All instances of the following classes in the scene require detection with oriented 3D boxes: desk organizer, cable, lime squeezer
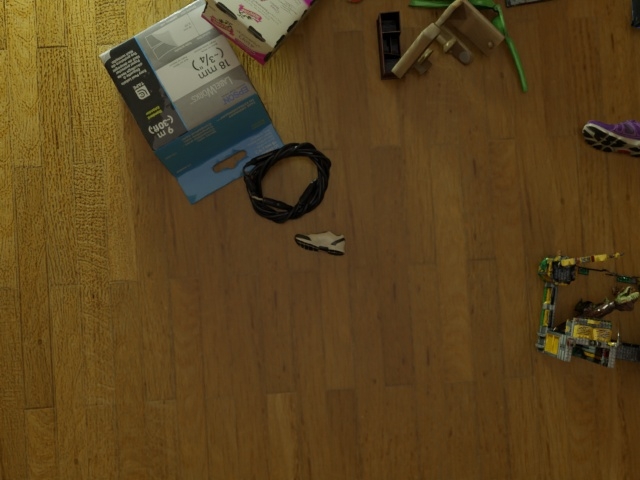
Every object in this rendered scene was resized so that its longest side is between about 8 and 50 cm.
[{"bbox_3d":[0.146,-0.405,1.451,0.047,0.050,0.130,-4,88,-1],"label":"desk organizer"},{"bbox_3d":[-0.061,-0.120,1.436,0.184,0.047,0.151,-20,96,-3],"label":"cable"},{"bbox_3d":[0.341,-0.446,1.453,0.310,0.059,0.110,38,88,0],"label":"lime squeezer"}]

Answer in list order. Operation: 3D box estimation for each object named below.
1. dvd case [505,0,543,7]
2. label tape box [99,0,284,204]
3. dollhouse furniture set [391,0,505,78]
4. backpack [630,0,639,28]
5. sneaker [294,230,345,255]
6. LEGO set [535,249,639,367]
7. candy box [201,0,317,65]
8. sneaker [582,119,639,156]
[{"bbox_3d":[0.446,-0.547,1.479,0.119,0.013,0.087,-9,88,0],"label":"dvd case"},{"bbox_3d":[-0.251,-0.278,1.414,0.240,0.106,0.334,-30,89,-1],"label":"label tape box"},{"bbox_3d":[0.257,-0.375,1.404,0.123,0.144,0.151,43,49,0],"label":"dollhouse furniture set"},{"bbox_3d":[0.707,-0.494,1.431,0.084,0.114,0.105,1,86,-21],"label":"backpack"},{"bbox_3d":[0.000,0.000,1.447,0.109,0.040,0.044,12,72,-4],"label":"sneaker"},{"bbox_3d":[0.584,0.149,1.369,0.331,0.192,0.255,17,88,0],"label":"LEGO set"},{"bbox_3d":[-0.104,-0.483,1.389,0.159,0.071,0.233,38,62,-6],"label":"candy box"},{"bbox_3d":[0.627,-0.223,1.456,0.169,0.068,0.071,13,73,-9],"label":"sneaker"}]
